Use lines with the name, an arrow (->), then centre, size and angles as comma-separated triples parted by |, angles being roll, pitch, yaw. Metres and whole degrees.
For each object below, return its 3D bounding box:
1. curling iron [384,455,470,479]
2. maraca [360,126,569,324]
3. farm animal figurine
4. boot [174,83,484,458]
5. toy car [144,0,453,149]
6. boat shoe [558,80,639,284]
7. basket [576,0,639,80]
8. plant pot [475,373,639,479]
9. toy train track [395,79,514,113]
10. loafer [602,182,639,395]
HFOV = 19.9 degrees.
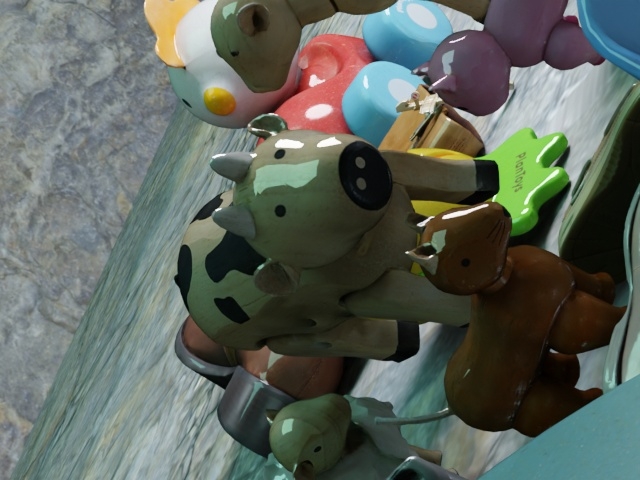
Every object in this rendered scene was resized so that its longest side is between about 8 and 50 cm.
curling iron -> 0.066, 0.092, 0.632 | 0.274, 0.035, 0.068 | 24, -98, -66
maraca -> 0.068, -0.010, 1.099 | 0.186, 0.099, 0.127 | -28, 30, 22
farm animal figurine -> 0.011, -0.034, 0.909 | 0.327, 0.172, 0.330 | 127, 143, -51
boot -> 0.000, 0.000, 1.369 | 0.280, 0.096, 0.264 | -60, 11, 6
toy car -> -0.050, -0.121, 1.512 | 0.219, 0.238, 0.210 | -53, 14, 39
boat shoe -> 0.160, -0.047, 0.871 | 0.048, 0.056, 0.153 | -89, 22, -57
basket -> 0.196, -0.094, 0.352 | 0.254, 0.201, 0.289 | -59, 43, 13
plant pot -> 0.098, 0.139, 0.448 | 0.234, 0.166, 0.165 | -49, 15, 21
toy train track -> 0.092, -0.104, 1.265 | 0.048, 0.083, 0.014 | -62, -40, -69
loafer -> 0.154, 0.021, 0.781 | 0.039, 0.045, 0.125 | -18, 49, 50
